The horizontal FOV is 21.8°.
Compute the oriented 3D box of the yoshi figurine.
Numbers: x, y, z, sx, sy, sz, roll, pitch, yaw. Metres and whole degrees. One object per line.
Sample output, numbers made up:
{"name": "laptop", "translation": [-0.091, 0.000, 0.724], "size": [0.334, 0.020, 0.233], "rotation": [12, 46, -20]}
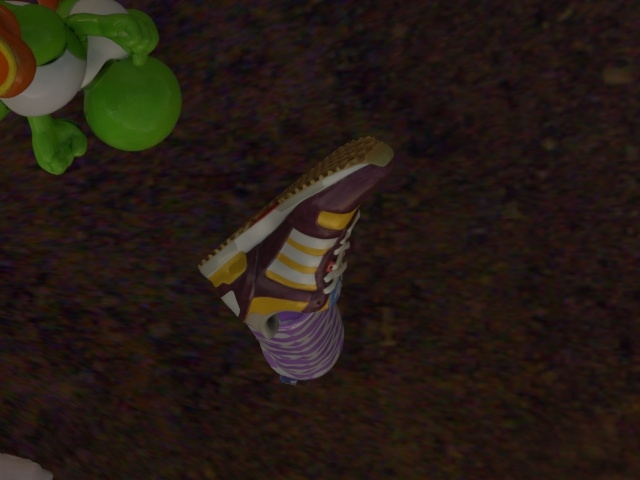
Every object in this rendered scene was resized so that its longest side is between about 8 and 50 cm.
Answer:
{"name": "yoshi figurine", "translation": [-0.257, -0.161, 1.747], "size": [0.203, 0.362, 0.203], "rotation": [8, 106, 24]}

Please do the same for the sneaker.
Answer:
{"name": "sneaker", "translation": [0.000, 0.000, 1.149], "size": [0.084, 0.185, 0.069], "rotation": [51, 40, -5]}

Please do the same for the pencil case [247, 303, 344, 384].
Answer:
{"name": "pencil case", "translation": [-0.029, 0.065, 1.510], "size": [0.088, 0.206, 0.086], "rotation": [22, 74, 12]}

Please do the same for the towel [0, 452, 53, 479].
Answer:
{"name": "towel", "translation": [-0.292, 0.195, 0.641], "size": [0.331, 0.053, 0.317], "rotation": [13, 49, -8]}
